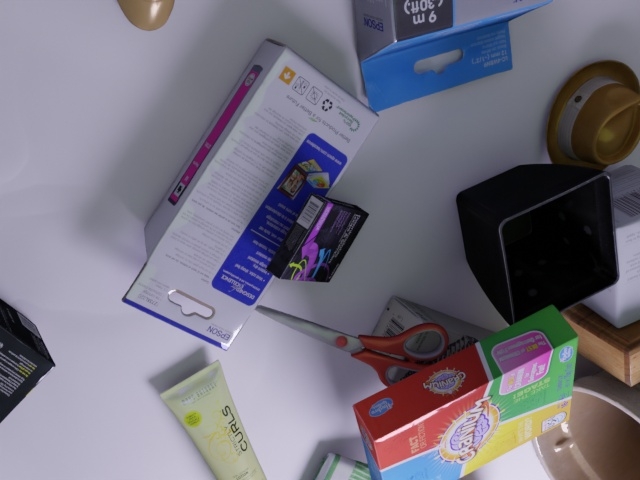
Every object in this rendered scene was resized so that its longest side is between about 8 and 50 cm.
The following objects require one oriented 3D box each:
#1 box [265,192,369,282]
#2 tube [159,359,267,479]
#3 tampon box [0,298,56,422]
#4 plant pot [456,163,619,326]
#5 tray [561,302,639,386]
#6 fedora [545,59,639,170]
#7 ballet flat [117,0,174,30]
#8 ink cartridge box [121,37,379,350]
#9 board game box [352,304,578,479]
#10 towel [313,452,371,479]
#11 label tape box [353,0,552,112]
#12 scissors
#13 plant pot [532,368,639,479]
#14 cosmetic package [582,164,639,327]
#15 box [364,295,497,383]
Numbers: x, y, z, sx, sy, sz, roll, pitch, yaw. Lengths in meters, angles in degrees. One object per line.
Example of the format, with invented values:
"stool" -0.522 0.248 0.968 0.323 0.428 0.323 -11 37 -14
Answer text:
"box" 0.000 0.000 1.246 0.116 0.029 0.162 -59 159 9
"tube" -0.138 0.283 1.328 0.070 0.062 0.240 -56 133 -49
"tampon box" -0.406 0.151 1.080 0.161 0.120 0.101 -46 124 -4
"plant pot" 0.302 -0.012 1.376 0.188 0.167 0.188 -24 121 -15
"tray" 0.594 0.082 1.560 0.410 0.203 0.076 -23 120 -19
"fedora" 0.434 -0.176 1.435 0.194 0.079 0.194 -12 115 -25
"ballet flat" -0.189 -0.338 1.020 0.080 0.073 0.232 -12 116 -24
"ink cartridge box" -0.093 -0.053 1.202 0.175 0.069 0.371 31 91 -36
"board game box" 0.212 0.247 1.352 0.316 0.064 0.242 -25 141 -9
"towel" 0.106 0.494 1.463 0.324 0.038 0.248 27 96 1
"label tape box" 0.168 -0.345 1.194 0.249 0.115 0.348 -19 117 -21
"scissors" 0.043 0.155 1.316 0.297 0.021 0.109 7 106 -11
"plant pot" 0.585 0.311 1.612 0.305 0.333 0.334 -31 123 -28
"cosmetic package" 0.473 0.007 1.471 0.151 0.151 0.184 -20 120 -17
"box" 0.207 0.184 1.452 0.275 0.094 0.113 20 101 -33
